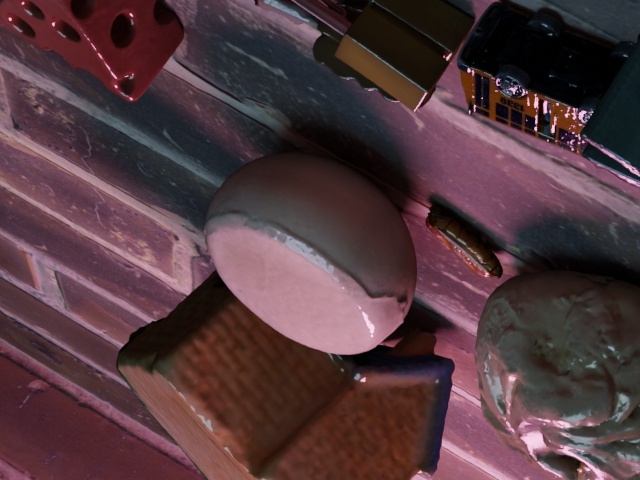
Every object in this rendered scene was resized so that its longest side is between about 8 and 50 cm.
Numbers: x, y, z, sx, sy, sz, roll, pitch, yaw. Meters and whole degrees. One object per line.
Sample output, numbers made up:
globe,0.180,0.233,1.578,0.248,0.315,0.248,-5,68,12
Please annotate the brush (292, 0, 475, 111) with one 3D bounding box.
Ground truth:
brush,0.029,-0.236,1.576,0.233,0.103,0.047,34,155,2

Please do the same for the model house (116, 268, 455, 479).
model house,-0.039,0.192,2.283,0.382,0.342,0.334,51,162,-17

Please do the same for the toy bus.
toy bus,0.226,-0.144,1.507,0.182,0.091,0.103,24,155,18

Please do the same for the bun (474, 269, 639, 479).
bun,0.338,0.199,1.891,0.360,0.211,0.360,30,158,13

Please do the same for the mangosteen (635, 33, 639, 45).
mangosteen,0.349,-0.109,1.293,0.194,0.194,0.230,10,163,44

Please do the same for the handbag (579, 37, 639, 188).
handbag,0.363,-0.112,1.128,0.269,0.274,0.100,33,175,7

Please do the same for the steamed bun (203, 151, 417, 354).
steamed bun,0.000,0.000,1.991,0.283,0.177,0.283,27,153,15

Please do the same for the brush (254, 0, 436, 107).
brush,-0.010,-0.236,1.678,0.301,0.071,0.084,28,146,15

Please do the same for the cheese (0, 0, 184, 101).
cheese,-0.290,-0.287,1.890,0.177,0.128,0.203,21,159,33

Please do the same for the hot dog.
hot dog,0.176,0.001,1.948,0.122,0.037,0.049,43,168,-9
